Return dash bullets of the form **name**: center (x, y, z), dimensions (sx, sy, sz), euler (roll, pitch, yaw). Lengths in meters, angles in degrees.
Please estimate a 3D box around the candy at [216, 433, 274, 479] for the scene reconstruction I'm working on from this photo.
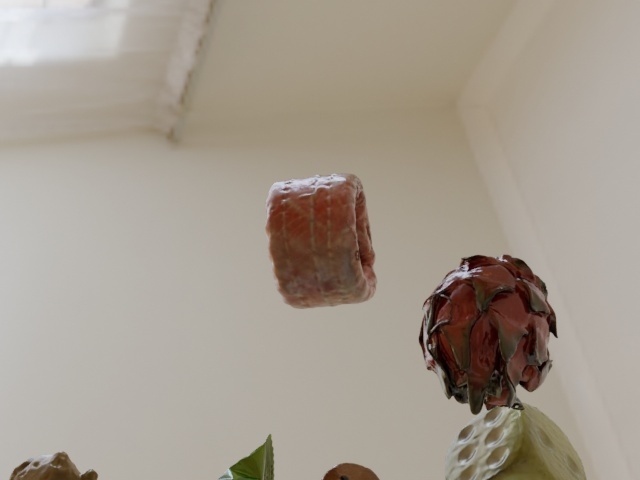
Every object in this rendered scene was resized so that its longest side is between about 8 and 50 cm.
- **candy**: center (-0.145, 0.441, 2.134), dimensions (0.069, 0.246, 0.149), euler (17, -62, 29)

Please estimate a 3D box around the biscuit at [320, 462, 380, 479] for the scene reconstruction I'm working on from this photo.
- **biscuit**: center (0.018, 0.475, 2.048), dimensions (0.324, 0.205, 0.049), euler (-53, 166, -50)

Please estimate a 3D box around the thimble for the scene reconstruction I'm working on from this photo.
- **thimble**: center (0.000, 0.000, 2.156), dimensions (0.239, 0.162, 0.239), euler (-8, 90, -80)

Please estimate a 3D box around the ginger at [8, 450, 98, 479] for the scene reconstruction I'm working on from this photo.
- **ginger**: center (-0.323, 0.459, 1.865), dimensions (0.190, 0.354, 0.126), euler (-54, 172, 5)

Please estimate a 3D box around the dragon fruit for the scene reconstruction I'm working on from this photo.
- **dragon fruit**: center (0.229, 0.135, 1.766), dimensions (0.192, 0.193, 0.274), euler (94, 20, -49)

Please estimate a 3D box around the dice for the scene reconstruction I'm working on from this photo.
- **dice**: center (0.312, 0.376, 2.035), dimensions (0.166, 0.169, 0.169), euler (-39, -158, 22)
